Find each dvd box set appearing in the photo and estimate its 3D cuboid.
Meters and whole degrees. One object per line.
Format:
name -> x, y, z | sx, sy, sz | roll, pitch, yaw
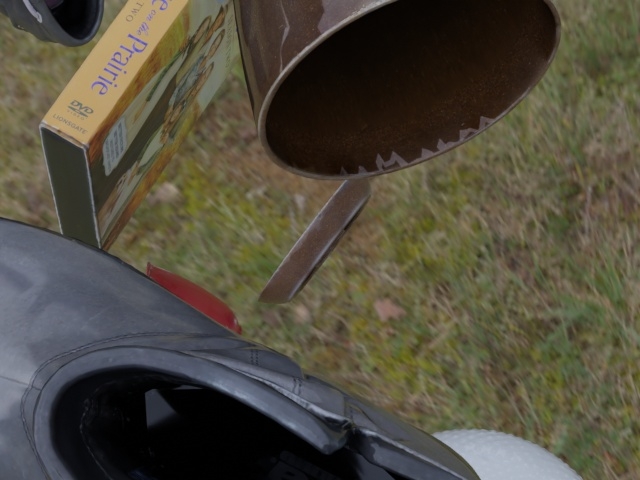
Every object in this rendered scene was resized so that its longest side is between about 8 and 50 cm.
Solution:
dvd box set -> -0.166, -0.209, 1.755 | 0.062, 0.307, 0.420 | 29, 67, 7

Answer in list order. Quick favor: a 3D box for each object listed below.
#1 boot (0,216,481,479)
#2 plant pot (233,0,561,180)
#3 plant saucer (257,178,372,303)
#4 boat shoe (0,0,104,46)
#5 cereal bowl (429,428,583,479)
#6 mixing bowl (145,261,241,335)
boot -> -0.077, 0.058, 0.571 | 0.338, 0.223, 0.118 | 17, 84, 4
plant pot -> 0.021, -0.196, 1.085 | 0.215, 0.215, 0.230 | -26, 64, 7
plant saucer -> 0.000, 0.000, 1.501 | 0.029, 0.168, 0.168 | 36, 86, 3
boat shoe -> -0.209, -0.299, 1.172 | 0.112, 0.335, 0.095 | -29, 49, -31
cereal bowl -> 0.159, 0.362, 1.660 | 0.339, 0.141, 0.338 | -2, 73, 7
mixing bowl -> -0.129, 0.115, 1.467 | 0.098, 0.181, 0.181 | 8, 75, -6
